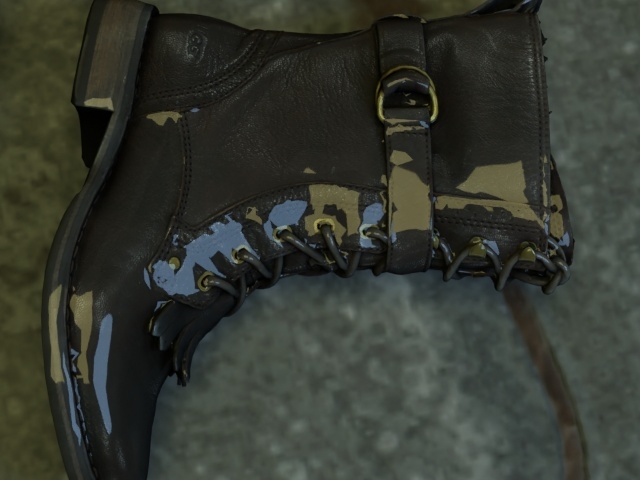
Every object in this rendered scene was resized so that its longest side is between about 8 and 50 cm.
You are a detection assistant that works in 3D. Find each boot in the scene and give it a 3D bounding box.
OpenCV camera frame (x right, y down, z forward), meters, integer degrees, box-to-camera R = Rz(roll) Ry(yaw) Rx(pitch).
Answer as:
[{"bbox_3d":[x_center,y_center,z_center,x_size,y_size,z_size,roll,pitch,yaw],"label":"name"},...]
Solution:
[{"bbox_3d":[0.000,0.000,0.707,0.229,0.091,0.263,5,77,-2],"label":"boot"}]
